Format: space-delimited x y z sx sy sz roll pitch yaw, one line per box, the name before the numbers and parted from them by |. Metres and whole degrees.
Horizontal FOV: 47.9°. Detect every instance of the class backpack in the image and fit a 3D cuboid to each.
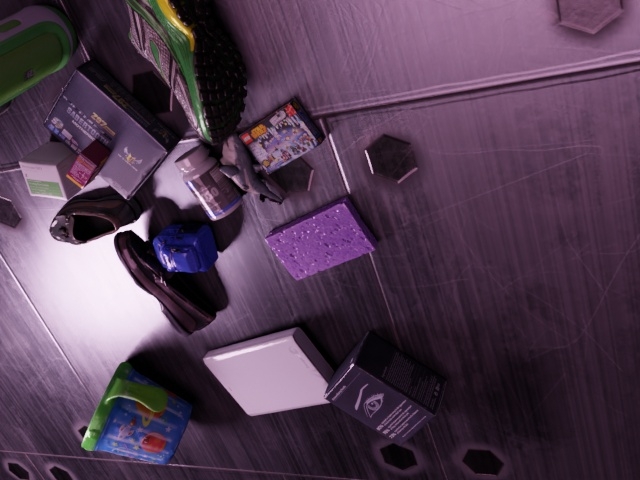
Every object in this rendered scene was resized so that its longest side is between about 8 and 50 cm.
backpack | -0.295 0.016 1.529 0.120 0.101 0.097 6 119 24

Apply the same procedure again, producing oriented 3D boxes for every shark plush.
shark plush | -0.131 -0.126 1.382 0.067 0.073 0.161 -41 98 9

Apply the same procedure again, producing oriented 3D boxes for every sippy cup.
sippy cup | -0.463 0.464 1.867 0.224 0.305 0.240 25 87 -8

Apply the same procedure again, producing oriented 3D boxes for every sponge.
sponge | 0.000 0.000 1.428 0.210 0.031 0.117 -23 112 35

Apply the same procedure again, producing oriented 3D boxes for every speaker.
speaker | -0.563 -0.317 1.272 0.131 0.296 0.131 12 128 16

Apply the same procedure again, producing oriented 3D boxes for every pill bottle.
pill bottle | -0.220 -0.114 1.411 0.078 0.078 0.137 -20 114 34

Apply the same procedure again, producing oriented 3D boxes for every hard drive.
hard drive | -0.112 0.315 1.690 0.308 0.040 0.203 -20 114 39

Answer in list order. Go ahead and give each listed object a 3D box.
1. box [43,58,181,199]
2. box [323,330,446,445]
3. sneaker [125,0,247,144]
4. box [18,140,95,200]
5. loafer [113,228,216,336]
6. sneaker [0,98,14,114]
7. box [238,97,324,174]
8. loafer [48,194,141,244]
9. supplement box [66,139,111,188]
box | -0.419 -0.216 1.438 0.233 0.059 0.183 43 129 -10
box | 0.137 0.320 1.550 0.207 0.108 0.153 34 131 -1
sneaker | -0.238 -0.328 1.247 0.146 0.134 0.343 -6 113 35
box | -0.554 -0.148 1.520 0.101 0.102 0.087 8 125 20
loafer | -0.341 0.086 1.613 0.095 0.109 0.302 -22 120 14
sneaker | -0.663 -0.300 1.442 0.228 0.130 0.087 -23 110 37
box | -0.072 -0.189 1.323 0.137 0.027 0.094 -26 110 36
loafer | -0.520 -0.039 1.597 0.268 0.084 0.096 -13 118 31
supplement box | -0.459 -0.151 1.429 0.043 0.055 0.083 40 133 -9
